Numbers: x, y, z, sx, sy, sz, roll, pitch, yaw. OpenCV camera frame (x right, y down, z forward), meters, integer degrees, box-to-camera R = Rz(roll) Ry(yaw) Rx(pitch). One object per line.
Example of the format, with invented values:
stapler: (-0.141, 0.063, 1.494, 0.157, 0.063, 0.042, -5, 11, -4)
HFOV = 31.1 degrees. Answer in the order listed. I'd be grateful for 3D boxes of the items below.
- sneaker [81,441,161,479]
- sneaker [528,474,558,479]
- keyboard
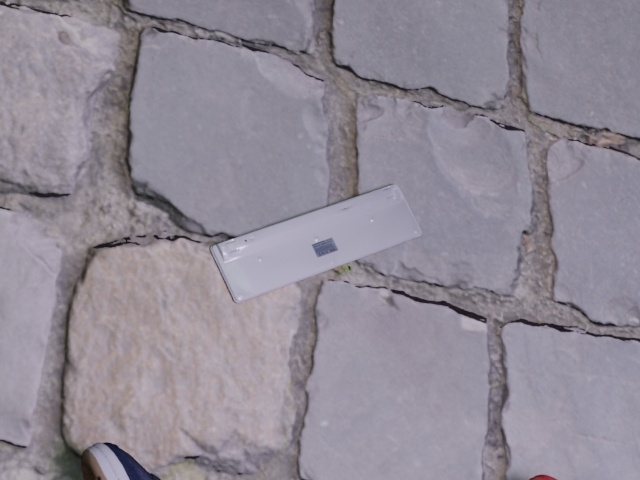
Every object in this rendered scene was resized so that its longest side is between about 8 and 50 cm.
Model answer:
sneaker: (-0.099, 0.282, 1.110, 0.153, 0.099, 0.282, -36, 91, -24)
sneaker: (0.320, 0.310, 1.281, 0.221, 0.087, 0.128, 46, 51, -11)
keyboard: (0.000, 0.000, 1.323, 0.256, 0.014, 0.072, -20, 81, -26)
